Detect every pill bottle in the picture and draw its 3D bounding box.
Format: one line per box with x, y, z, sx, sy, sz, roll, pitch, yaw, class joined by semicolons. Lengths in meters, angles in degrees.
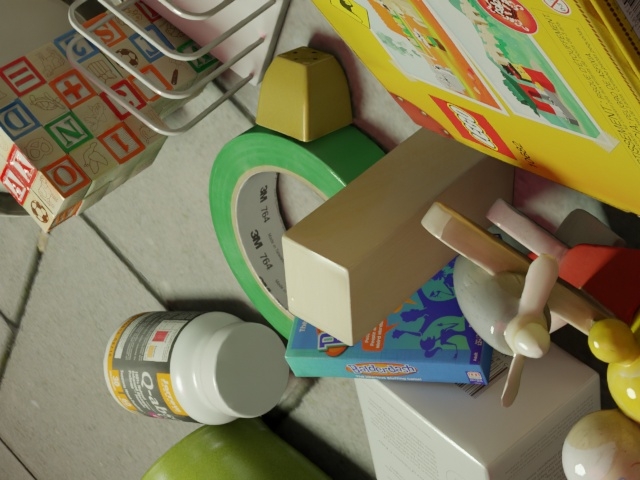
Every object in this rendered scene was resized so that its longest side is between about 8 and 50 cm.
-0.181;0.183;1.933;0.278;0.162;0.162;-3;118;51;pill bottle

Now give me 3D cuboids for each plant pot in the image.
-0.018;-0.170;1.496;0.081;0.081;0.083;22;124;36;plant pot
-0.088;0.453;1.949;0.353;0.366;0.366;50;148;23;plant pot

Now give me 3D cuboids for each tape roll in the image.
0.000;0.000;1.616;0.321;0.077;0.321;31;140;31;tape roll

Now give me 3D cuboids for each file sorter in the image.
-0.157;-0.279;1.457;0.193;0.173;0.277;38;145;11;file sorter

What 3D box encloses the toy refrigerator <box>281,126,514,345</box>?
0.081;-0.022;1.342;0.094;0.269;0.102;28;140;32;toy refrigerator

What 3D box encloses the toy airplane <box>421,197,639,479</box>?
0.274;0.100;1.189;0.386;0.272;0.384;22;170;13;toy airplane

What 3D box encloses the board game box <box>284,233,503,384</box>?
0.081;0.068;1.403;0.210;0.160;0.047;-1;146;20;board game box

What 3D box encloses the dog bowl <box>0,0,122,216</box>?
-0.392;-0.192;1.693;0.348;0.349;0.102;59;157;-10;dog bowl

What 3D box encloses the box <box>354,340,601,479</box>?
0.184;0.249;1.498;0.215;0.168;0.345;36;152;38;box

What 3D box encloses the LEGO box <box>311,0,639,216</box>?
0.122;-0.240;0.928;0.372;0.193;0.500;29;170;45;LEGO box

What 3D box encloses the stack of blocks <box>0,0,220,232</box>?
-0.259;-0.161;1.584;0.171;0.297;0.087;48;144;4;stack of blocks
